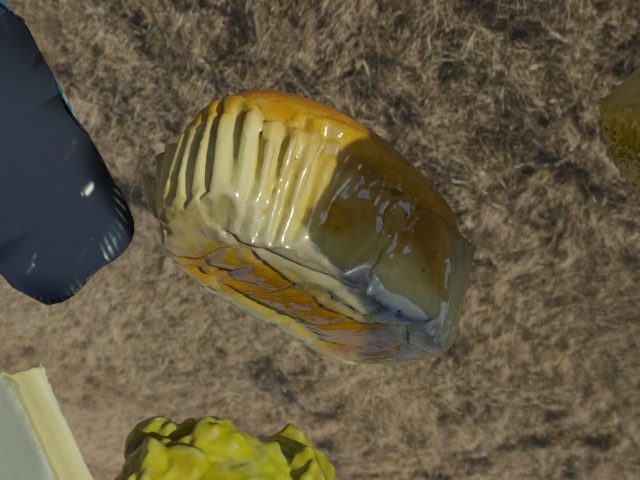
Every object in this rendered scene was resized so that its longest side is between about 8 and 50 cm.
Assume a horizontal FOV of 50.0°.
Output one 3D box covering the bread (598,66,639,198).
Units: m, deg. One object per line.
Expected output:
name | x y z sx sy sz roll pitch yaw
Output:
bread | 0.386 0.005 0.450 0.324 0.333 0.143 42 97 -21

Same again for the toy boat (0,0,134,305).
toy boat | -0.276 -0.080 0.580 0.092 0.134 0.298 29 150 37

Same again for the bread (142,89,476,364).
bread | 0.011 -0.002 0.751 0.236 0.183 0.389 -15 141 39

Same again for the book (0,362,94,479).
book | -0.222 0.231 0.401 0.289 0.201 0.026 -37 164 19

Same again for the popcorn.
popcorn | -0.122 0.323 0.779 0.250 0.241 0.235 20 138 -16
